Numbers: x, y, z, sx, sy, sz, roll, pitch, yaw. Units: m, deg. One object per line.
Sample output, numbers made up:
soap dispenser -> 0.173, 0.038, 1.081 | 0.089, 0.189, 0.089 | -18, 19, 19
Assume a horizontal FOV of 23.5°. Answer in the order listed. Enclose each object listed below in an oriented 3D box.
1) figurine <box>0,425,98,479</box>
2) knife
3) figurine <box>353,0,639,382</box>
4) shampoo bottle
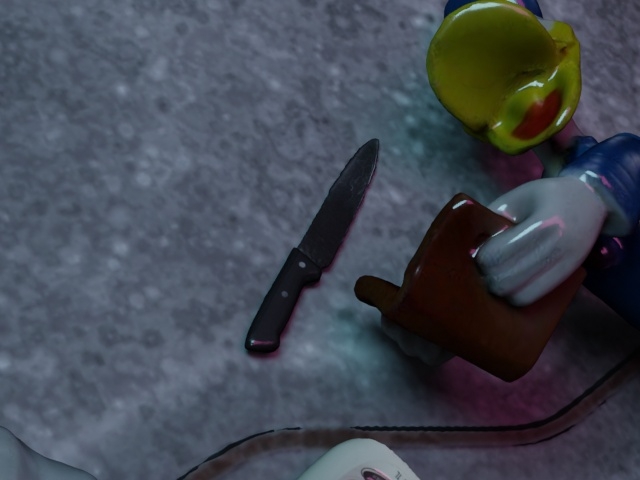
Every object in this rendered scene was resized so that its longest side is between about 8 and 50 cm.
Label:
figurine -> -0.150, 0.186, 0.588 | 0.176, 0.133, 0.236 | 32, 56, -21
knife -> 0.000, 0.000, 0.843 | 0.023, 0.010, 0.170 | 35, 52, -8
figurine -> 0.133, -0.008, 0.857 | 0.284, 0.204, 0.338 | -11, 58, -25
shampoo bottle -> -0.007, 0.162, 0.731 | 0.077, 0.045, 0.152 | 49, 54, 2
